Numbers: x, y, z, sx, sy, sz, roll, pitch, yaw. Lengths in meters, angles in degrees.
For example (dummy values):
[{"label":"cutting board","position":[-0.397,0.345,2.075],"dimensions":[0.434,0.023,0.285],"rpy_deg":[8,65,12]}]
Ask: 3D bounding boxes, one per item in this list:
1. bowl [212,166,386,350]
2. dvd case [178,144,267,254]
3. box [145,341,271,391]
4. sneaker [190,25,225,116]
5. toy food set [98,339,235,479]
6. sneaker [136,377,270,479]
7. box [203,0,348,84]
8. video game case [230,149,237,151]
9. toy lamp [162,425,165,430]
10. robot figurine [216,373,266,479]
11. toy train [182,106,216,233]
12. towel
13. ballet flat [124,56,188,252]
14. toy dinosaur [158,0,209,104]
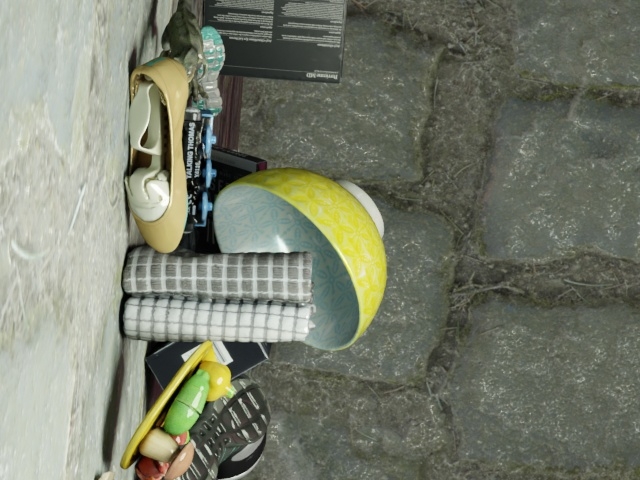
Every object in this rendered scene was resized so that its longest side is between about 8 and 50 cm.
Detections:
[{"label":"bowl","position":[0.000,0.000,1.912],"dimensions":[0.156,0.289,0.289],"rpy_deg":[-39,152,-31]},{"label":"dvd case","position":[-0.160,-0.027,2.066],"dimensions":[0.030,0.179,0.238],"rpy_deg":[-17,117,-47]},{"label":"box","position":[-0.160,0.160,1.941],"dimensions":[0.093,0.156,0.158],"rpy_deg":[61,2,-4]},{"label":"sneaker","position":[-0.197,-0.288,2.213],"dimensions":[0.076,0.065,0.166],"rpy_deg":[-113,-155,-49]},{"label":"toy food set","position":[-0.165,0.222,1.537],"dimensions":[0.218,0.071,0.128],"rpy_deg":[-55,175,-18]},{"label":"sneaker","position":[-0.170,0.284,1.909],"dimensions":[0.101,0.106,0.267],"rpy_deg":[59,38,-7]},{"label":"box","position":[-0.084,-0.397,2.452],"dimensions":[0.103,0.261,0.184],"rpy_deg":[-88,-177,-68]},{"label":"video game case","position":[-0.159,-0.034,2.157],"dimensions":[0.206,0.026,0.226],"rpy_deg":[6,-72,66]},{"label":"toy lamp","position":[-0.224,0.314,2.082],"dimensions":[0.275,0.080,0.080],"rpy_deg":[-16,110,-90]},{"label":"robot figurine","position":[-0.185,0.334,2.400],"dimensions":[0.209,0.173,0.278],"rpy_deg":[-40,161,-20]},{"label":"toy train","position":[-0.191,-0.105,1.918],"dimensions":[0.105,0.080,0.184],"rpy_deg":[-112,-154,-75]},{"label":"towel","position":[-0.122,0.062,1.694],"dimensions":[0.284,0.235,0.121],"rpy_deg":[-153,-117,-89]},{"label":"ballet flat","position":[-0.198,-0.095,1.531],"dimensions":[0.073,0.080,0.232],"rpy_deg":[-20,115,-60]},{"label":"toy dinosaur","position":[-0.175,-0.248,1.670],"dimensions":[0.268,0.064,0.118],"rpy_deg":[-103,-167,-45]}]
